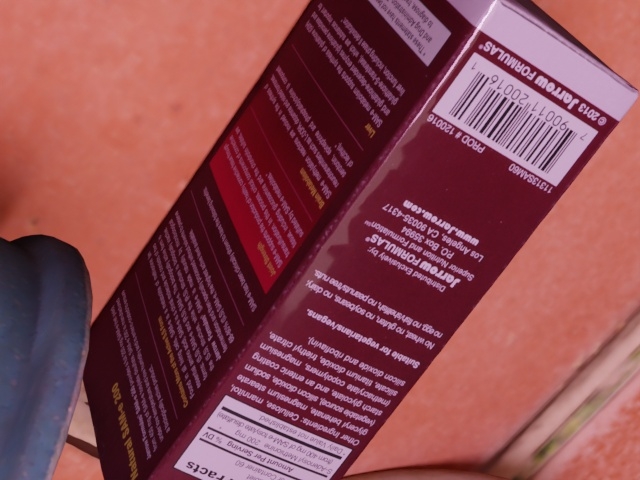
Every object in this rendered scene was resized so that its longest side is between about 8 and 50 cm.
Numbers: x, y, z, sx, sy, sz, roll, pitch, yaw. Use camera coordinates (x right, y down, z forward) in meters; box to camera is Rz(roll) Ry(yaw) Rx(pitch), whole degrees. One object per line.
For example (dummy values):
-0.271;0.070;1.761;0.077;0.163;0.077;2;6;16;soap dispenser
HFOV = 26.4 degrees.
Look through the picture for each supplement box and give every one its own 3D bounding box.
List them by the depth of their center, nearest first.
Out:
0.000;0.000;0.528;0.073;0.130;0.239;28;108;-28;supplement box

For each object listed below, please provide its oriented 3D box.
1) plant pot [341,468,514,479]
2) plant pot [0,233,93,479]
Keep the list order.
0.050;0.247;0.626;0.254;0.254;0.239;-7;105;-13;plant pot
-0.297;0.051;0.372;0.334;0.341;0.341;37;103;-21;plant pot
